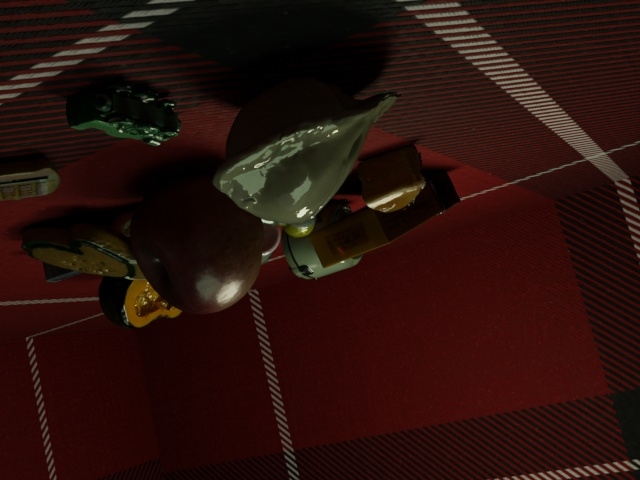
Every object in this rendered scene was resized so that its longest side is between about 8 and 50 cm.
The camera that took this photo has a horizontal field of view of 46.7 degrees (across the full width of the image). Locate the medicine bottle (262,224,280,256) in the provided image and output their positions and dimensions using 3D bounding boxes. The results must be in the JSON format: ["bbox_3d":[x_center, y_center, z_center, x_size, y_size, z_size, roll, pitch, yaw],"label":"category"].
[{"bbox_3d":[-0.204,0.007,2.306,0.134,0.133,0.274,-12,171,-11],"label":"medicine bottle"}]

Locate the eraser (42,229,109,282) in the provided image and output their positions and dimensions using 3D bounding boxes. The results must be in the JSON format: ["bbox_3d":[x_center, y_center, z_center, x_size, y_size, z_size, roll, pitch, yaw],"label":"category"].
[{"bbox_3d":[-0.650,0.041,1.999,0.213,0.091,0.046,-18,169,16],"label":"eraser"}]

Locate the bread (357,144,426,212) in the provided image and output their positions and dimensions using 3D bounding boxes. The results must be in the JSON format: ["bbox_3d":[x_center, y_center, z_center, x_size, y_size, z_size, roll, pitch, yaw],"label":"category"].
[{"bbox_3d":[0.199,-0.154,1.906,0.169,0.140,0.160,-17,165,17],"label":"bread"}]

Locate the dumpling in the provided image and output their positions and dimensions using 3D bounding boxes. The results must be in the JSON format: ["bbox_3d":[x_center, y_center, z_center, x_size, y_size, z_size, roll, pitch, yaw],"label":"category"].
[{"bbox_3d":[0.001,-0.168,1.271,0.316,0.233,0.395,-21,-177,26],"label":"dumpling"}]

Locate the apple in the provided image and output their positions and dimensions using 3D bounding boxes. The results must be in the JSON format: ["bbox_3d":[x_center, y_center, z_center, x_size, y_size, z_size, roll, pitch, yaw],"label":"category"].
[{"bbox_3d":[-0.260,0.002,1.655,0.269,0.344,0.345,-33,-179,-30],"label":"apple"}]

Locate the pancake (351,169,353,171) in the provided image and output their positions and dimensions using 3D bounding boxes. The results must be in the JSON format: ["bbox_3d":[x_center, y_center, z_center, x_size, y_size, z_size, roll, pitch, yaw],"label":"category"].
[{"bbox_3d":[-0.038,-0.154,1.820,0.250,0.031,0.250,-15,177,-1],"label":"pancake"}]

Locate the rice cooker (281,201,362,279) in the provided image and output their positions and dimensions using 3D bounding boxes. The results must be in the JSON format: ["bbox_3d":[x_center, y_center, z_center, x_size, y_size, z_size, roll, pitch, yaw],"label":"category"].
[{"bbox_3d":[0.000,0.000,2.331,0.244,0.225,0.226,-21,168,35],"label":"rice cooker"}]

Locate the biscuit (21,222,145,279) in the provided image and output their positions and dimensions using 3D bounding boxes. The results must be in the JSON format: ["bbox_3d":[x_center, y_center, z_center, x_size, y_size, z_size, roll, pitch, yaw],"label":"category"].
[{"bbox_3d":[-0.553,0.033,1.810,0.344,0.057,0.287,12,159,-13],"label":"biscuit"}]

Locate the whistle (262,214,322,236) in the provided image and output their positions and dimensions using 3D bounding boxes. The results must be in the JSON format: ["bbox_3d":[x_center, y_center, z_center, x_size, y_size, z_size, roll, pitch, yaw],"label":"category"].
[{"bbox_3d":[-0.095,-0.076,2.069,0.223,0.122,0.123,8,162,-24],"label":"whistle"}]

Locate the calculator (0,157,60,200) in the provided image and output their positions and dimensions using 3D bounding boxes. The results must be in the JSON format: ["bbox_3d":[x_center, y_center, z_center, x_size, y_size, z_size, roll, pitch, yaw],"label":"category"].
[{"bbox_3d":[-0.570,-0.109,1.384,0.157,0.033,0.236,-10,173,-22],"label":"calculator"}]

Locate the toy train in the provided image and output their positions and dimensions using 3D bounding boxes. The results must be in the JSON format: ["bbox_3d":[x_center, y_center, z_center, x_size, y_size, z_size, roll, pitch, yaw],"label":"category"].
[{"bbox_3d":[-0.297,-0.191,1.154,0.105,0.071,0.178,-9,172,27],"label":"toy train"}]

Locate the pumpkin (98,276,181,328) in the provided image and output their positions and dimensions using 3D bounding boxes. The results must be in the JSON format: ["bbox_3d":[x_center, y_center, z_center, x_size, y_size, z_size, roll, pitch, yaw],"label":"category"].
[{"bbox_3d":[-0.623,0.155,2.497,0.232,0.241,0.325,15,-170,28],"label":"pumpkin"}]

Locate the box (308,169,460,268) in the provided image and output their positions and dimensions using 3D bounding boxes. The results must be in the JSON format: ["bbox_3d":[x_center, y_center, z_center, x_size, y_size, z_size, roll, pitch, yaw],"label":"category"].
[{"bbox_3d":[0.195,-0.068,2.159,0.264,0.115,0.415,-25,-179,41],"label":"box"}]

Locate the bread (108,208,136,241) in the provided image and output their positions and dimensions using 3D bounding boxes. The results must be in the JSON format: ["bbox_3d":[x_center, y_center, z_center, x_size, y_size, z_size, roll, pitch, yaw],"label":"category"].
[{"bbox_3d":[-0.464,-0.014,1.917,0.142,0.091,0.305,4,168,-10],"label":"bread"}]
